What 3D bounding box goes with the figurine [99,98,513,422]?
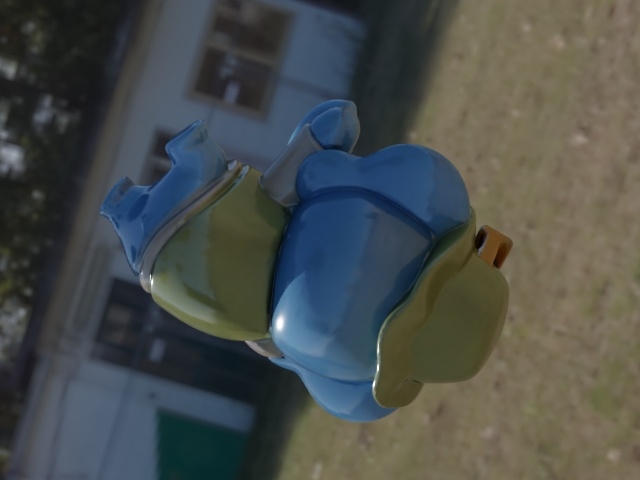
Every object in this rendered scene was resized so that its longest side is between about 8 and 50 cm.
[{"bbox_3d":[-0.002,0.002,1.092,0.180,0.262,0.154,-56,0,1],"label":"figurine"}]
